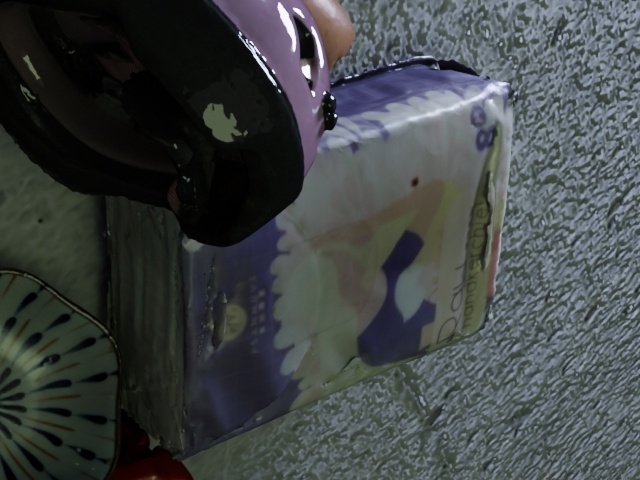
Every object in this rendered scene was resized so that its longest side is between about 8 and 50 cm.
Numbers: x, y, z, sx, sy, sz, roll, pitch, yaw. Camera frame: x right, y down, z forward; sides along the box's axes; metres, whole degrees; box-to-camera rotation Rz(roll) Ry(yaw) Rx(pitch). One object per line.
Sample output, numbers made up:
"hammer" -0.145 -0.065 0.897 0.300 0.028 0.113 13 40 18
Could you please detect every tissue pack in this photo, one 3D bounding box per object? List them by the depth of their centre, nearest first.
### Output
"tissue pack" 0.000 0.000 0.998 0.343 0.125 0.242 -19 123 -37

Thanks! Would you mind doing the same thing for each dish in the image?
"dish" -0.232 0.116 0.871 0.190 0.066 0.191 5 82 -34

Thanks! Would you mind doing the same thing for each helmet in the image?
"helmet" -0.099 -0.113 0.750 0.154 0.253 0.198 -39 149 -21

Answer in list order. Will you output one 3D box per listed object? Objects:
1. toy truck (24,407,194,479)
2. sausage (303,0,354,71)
"toy truck" -0.172 0.273 0.910 0.265 0.239 0.189 -23 126 -34
"sausage" -0.077 -0.195 0.849 0.086 0.086 0.289 -56 138 -3
